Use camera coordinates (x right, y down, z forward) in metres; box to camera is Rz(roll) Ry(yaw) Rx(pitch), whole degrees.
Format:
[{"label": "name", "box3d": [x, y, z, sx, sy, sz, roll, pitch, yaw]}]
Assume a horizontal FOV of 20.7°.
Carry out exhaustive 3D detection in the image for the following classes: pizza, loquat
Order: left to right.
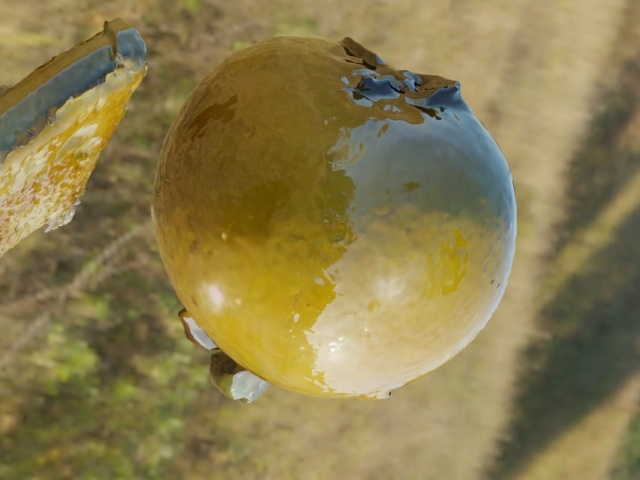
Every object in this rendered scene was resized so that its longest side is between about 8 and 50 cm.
[{"label": "pizza", "box3d": [-0.254, -0.028, 1.223, 0.323, 0.089, 0.223, -42, 172, -19]}, {"label": "loquat", "box3d": [0.000, 0.000, 1.528, 0.359, 0.328, 0.328, -60, 179, 22]}]
